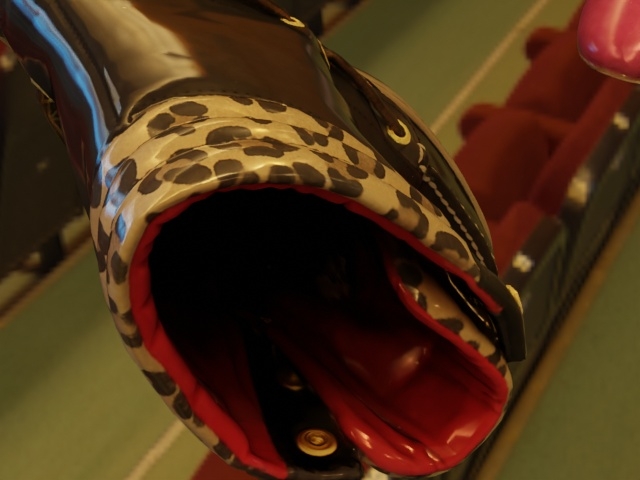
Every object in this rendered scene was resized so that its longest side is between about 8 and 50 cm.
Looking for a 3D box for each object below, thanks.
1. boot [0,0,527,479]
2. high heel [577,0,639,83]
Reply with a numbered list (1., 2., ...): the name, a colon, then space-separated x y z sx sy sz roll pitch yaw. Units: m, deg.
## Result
1. boot: 0.000 0.000 0.668 0.138 0.377 0.284 -40 39 7
2. high heel: 0.191 -0.154 0.685 0.082 0.117 0.244 27 37 26
